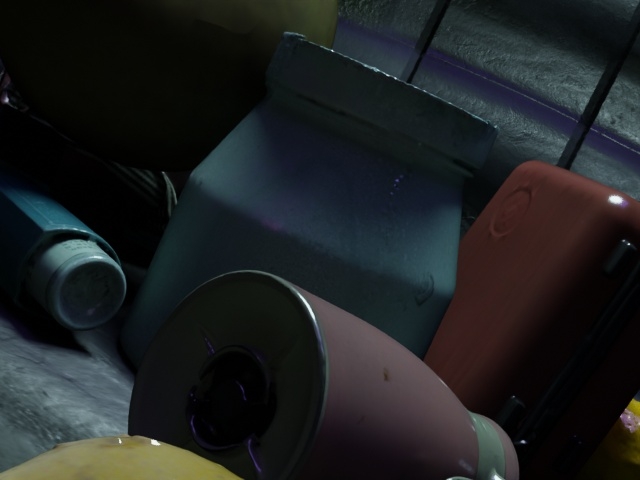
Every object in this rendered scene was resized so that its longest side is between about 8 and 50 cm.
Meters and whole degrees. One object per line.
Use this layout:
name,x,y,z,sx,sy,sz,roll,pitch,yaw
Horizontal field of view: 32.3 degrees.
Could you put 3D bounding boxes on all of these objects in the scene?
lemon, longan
lemon,0.289,0.208,1.153,0.155,0.114,0.114,24,5,33
longan,-0.143,-0.212,1.026,0.319,0.319,0.319,26,7,-3

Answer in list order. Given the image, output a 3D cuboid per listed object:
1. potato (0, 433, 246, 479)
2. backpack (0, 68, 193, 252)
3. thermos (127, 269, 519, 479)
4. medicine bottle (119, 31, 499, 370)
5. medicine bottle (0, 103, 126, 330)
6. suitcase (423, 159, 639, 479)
potato,-0.029,0.152,0.287,0.150,0.146,0.234,-22,46,-19
backpack,-0.224,-0.142,1.275,0.317,0.283,0.197,17,5,7
thermos,0.034,0.131,0.687,0.265,0.146,0.176,28,-3,-44
medicine bottle,0.000,0.000,0.908,0.245,0.290,0.245,25,6,-3
medicine bottle,-0.235,-0.020,0.913,0.079,0.124,0.258,35,1,-42
suitcase,0.215,0.080,1.095,0.161,0.297,0.236,32,4,-22
